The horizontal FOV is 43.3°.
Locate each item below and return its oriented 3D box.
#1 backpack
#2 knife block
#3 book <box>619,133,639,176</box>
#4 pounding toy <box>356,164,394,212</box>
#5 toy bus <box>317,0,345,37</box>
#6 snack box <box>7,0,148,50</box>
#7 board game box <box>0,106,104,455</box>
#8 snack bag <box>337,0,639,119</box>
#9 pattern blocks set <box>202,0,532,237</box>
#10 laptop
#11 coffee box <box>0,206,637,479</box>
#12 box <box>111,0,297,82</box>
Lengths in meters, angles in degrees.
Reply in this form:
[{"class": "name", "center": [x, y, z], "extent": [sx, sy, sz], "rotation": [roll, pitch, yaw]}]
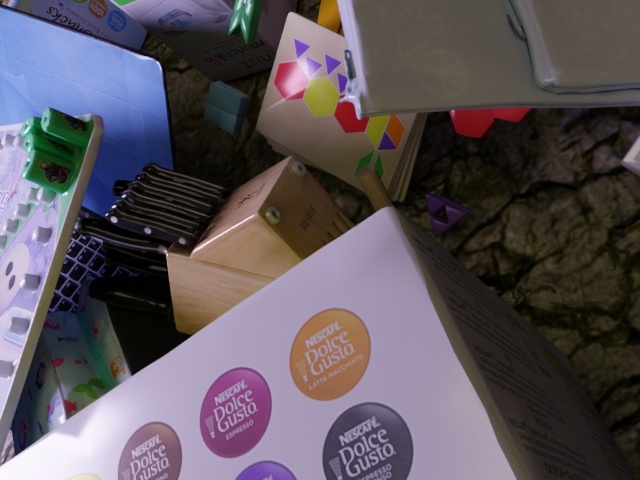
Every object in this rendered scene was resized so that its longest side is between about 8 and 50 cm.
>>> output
[{"class": "backpack", "center": [-0.192, 0.186, 0.778], "extent": [0.225, 0.191, 0.253], "rotation": [52, 138, 45]}, {"class": "knife block", "center": [-0.076, 0.043, 0.725], "extent": [0.242, 0.275, 0.088], "rotation": [-28, 23, 38]}, {"class": "book", "center": [0.329, -0.099, 0.660], "extent": [0.096, 0.035, 0.144], "rotation": [34, 94, 10]}, {"class": "pounding toy", "center": [0.000, 0.000, 0.792], "extent": [0.237, 0.183, 0.110], "rotation": [-14, 31, 31]}, {"class": "toy bus", "center": [0.097, -0.333, 0.883], "extent": [0.130, 0.108, 0.332], "rotation": [10, 76, 36]}, {"class": "snack box", "center": [-0.326, -0.308, 1.106], "extent": [0.070, 0.174, 0.207], "rotation": [16, 81, 40]}, {"class": "board game box", "center": [-0.377, 0.058, 0.808], "extent": [0.390, 0.050, 0.390], "rotation": [5, 77, 50]}, {"class": "snack bag", "center": [0.166, -0.254, 0.732], "extent": [0.343, 0.037, 0.323], "rotation": [-4, 63, -10]}, {"class": "pattern blocks set", "center": [0.026, -0.132, 0.813], "extent": [0.325, 0.026, 0.285], "rotation": [39, 123, 16]}, {"class": "laptop", "center": [-0.365, -0.027, 0.952], "extent": [0.382, 0.236, 0.408], "rotation": [24, 74, 34]}, {"class": "coffee box", "center": [0.044, 0.246, 0.531], "extent": [0.338, 0.338, 0.334], "rotation": [-34, 55, 17]}, {"class": "box", "center": [-0.132, -0.365, 0.968], "extent": [0.127, 0.231, 0.262], "rotation": [-9, 66, 29]}]
